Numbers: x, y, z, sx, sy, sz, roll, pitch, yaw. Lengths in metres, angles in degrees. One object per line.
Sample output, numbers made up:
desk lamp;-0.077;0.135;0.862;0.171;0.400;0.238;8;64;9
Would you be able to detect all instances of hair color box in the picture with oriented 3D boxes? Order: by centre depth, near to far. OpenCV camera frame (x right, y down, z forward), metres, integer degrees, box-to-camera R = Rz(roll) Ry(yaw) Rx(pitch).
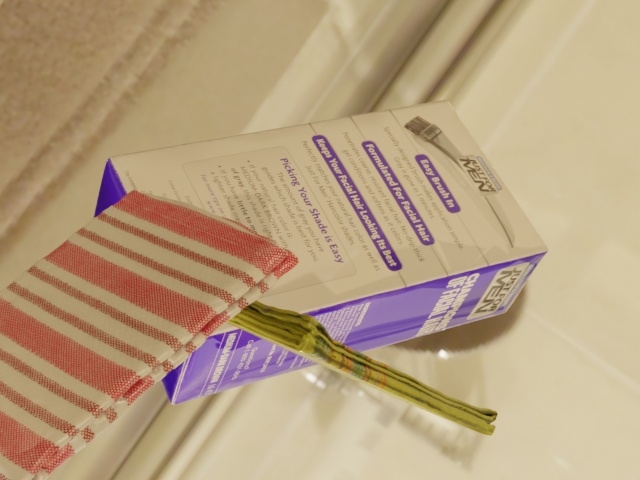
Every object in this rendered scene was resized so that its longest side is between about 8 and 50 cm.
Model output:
hair color box;0.000;0.000;1.086;0.185;0.339;0.110;61;148;28

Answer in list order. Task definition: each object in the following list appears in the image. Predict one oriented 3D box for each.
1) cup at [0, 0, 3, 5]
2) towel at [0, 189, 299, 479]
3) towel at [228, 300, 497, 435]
cup;-0.199;-0.191;0.434;0.331;0.236;0.331;0;-179;0
towel;-0.123;0.049;0.694;0.144;0.197;0.029;20;143;46
towel;0.019;0.074;0.796;0.102;0.021;0.237;20;173;38
